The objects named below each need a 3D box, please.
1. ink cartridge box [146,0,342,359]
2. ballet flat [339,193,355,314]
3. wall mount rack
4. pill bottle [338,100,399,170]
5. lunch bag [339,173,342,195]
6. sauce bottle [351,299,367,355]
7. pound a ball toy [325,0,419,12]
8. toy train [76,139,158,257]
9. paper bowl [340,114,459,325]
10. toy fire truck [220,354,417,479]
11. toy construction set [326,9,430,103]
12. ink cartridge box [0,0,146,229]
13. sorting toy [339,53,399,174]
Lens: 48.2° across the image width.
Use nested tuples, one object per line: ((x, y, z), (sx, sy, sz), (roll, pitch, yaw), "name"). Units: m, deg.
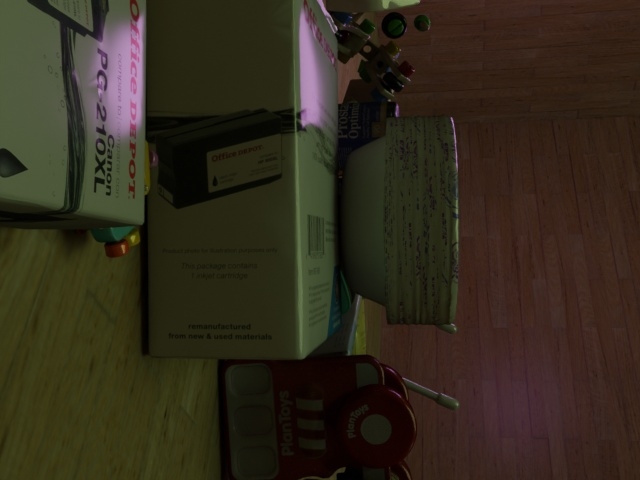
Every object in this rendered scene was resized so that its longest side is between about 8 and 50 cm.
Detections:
((-0.073, -0.079, 0.828), (0.285, 0.166, 0.394), (6, 83, -81), "ink cartridge box")
((0.000, 0.000, 1.114), (0.096, 0.095, 0.280), (-93, 177, -46), "ballet flat")
((0.066, 0.181, 1.188), (0.350, 0.304, 0.130), (-73, 149, -60), "wall mount rack")
((0.033, -0.187, 1.299), (0.123, 0.219, 0.122), (-2, 90, -81), "pill bottle")
((0.034, -0.084, 1.267), (0.067, 0.098, 0.065), (-51, 138, -69), "lunch bag")
((0.058, 0.263, 1.704), (0.111, 0.111, 0.344), (-52, 138, -75), "sauce bottle")
((0.076, -0.491, 1.008), (0.208, 0.136, 0.319), (31, -48, 54), "pound a ball toy")
((-0.180, -0.069, 0.583), (0.125, 0.046, 0.166), (71, 17, -57), "toy train")
((0.108, -0.026, 0.976), (0.284, 0.148, 0.284), (-1, 90, -82), "paper bowl")
((-0.002, 0.295, 0.953), (0.169, 0.254, 0.302), (-44, 131, -86), "toy fire truck")
((0.088, -0.444, 1.761), (0.237, 0.258, 0.308), (-98, -158, -59), "toy construction set")
((-0.185, -0.099, 0.382), (0.237, 0.100, 0.171), (18, 72, -79), "ink cartridge box")
((0.116, -0.325, 1.837), (0.047, 0.196, 0.347), (23, 83, -37), "sorting toy")
